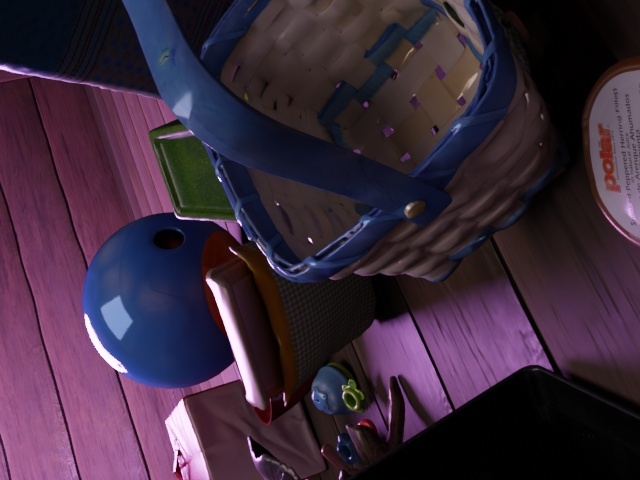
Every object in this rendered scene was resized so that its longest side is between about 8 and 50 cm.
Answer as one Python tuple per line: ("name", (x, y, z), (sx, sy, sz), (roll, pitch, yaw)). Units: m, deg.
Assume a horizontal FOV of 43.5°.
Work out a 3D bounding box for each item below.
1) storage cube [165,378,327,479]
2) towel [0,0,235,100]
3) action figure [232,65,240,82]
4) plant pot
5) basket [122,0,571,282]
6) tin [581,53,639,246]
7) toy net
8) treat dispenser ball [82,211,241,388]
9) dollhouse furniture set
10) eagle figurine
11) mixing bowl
("storage cube", (-0.128, 0.333, 1.312), (0.183, 0.215, 0.193), (69, 155, 16))
("towel", (-0.123, -0.235, 0.568), (0.040, 0.370, 0.271), (29, 102, 15))
("action figure", (-0.109, -0.275, 0.873), (0.275, 0.141, 0.164), (120, 133, -69))
("plant pot", (0.142, 0.218, 0.509), (0.187, 0.188, 0.167), (21, 136, 67))
("basket", (-0.004, -0.106, 0.479), (0.201, 0.289, 0.254), (-48, 52, 26))
("tin", (0.191, -0.042, 0.366), (0.190, 0.040, 0.106), (-165, 66, -69))
("toy net", (0.051, 0.271, 1.014), (0.122, 0.045, 0.232), (-3, 106, 50))
("treat dispenser ball", (-0.242, 0.097, 1.318), (0.288, 0.288, 0.288), (164, 90, -71))
("dollhouse furniture set", (0.000, 0.000, 0.754), (0.151, 0.197, 0.301), (1, 114, 45))
("eagle figurine", (0.005, 0.324, 0.912), (0.225, 0.226, 0.298), (44, 134, -9))
("mixing bowl", (-0.059, 0.160, 1.139), (0.181, 0.098, 0.181), (165, 90, -72))
